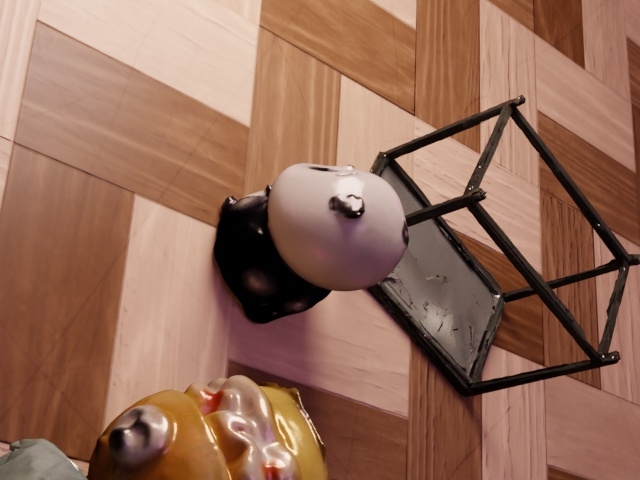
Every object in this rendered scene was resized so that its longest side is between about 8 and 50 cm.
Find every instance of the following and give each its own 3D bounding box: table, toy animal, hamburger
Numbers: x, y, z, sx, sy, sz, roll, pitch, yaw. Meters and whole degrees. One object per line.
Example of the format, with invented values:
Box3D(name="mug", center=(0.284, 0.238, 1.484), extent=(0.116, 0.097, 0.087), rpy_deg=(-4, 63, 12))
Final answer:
Box3D(name="table", center=(0.245, 0.017, 1.632), extent=(0.335, 0.272, 0.222), rpy_deg=(48, 46, -22))
Box3D(name="toy animal", center=(-0.003, -0.006, 1.423), extent=(0.187, 0.235, 0.165), rpy_deg=(18, 56, -41))
Box3D(name="hamburger", center=(-0.139, 0.274, 1.162), extent=(0.237, 0.276, 0.276), rpy_deg=(3, 72, -32))

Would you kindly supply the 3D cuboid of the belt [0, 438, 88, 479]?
Box3D(name="belt", center=(-0.306, 0.285, 0.986), extent=(0.258, 0.207, 0.150), rpy_deg=(-27, 98, -6))
